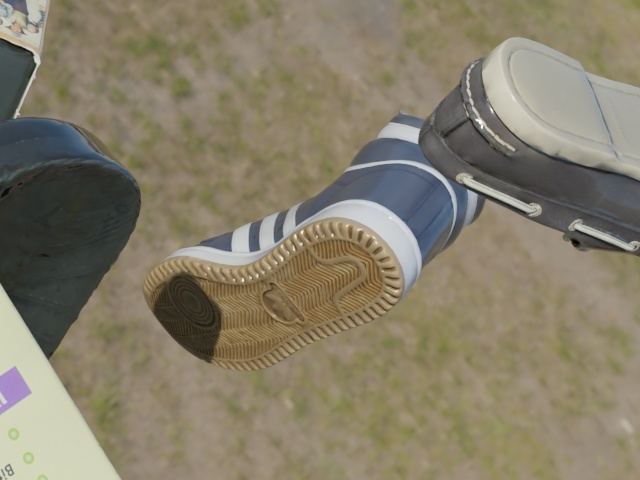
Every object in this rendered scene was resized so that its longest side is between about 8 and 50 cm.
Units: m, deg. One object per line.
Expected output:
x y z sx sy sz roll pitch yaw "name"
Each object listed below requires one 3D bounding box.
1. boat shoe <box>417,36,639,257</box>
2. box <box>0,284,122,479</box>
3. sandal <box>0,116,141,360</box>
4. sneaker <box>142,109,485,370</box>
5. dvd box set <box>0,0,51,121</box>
0.129 -0.030 0.761 0.206 0.065 0.075 23 46 -39 "boat shoe"
-0.168 0.173 0.630 0.213 0.117 0.243 -36 98 -40 "box"
-0.231 0.133 0.877 0.168 0.445 0.107 -2 44 -50 "sandal"
0.000 0.000 1.149 0.153 0.282 0.099 -46 107 -36 "sneaker"
-0.264 -0.109 1.175 0.062 0.307 0.420 21 27 -17 "dvd box set"
